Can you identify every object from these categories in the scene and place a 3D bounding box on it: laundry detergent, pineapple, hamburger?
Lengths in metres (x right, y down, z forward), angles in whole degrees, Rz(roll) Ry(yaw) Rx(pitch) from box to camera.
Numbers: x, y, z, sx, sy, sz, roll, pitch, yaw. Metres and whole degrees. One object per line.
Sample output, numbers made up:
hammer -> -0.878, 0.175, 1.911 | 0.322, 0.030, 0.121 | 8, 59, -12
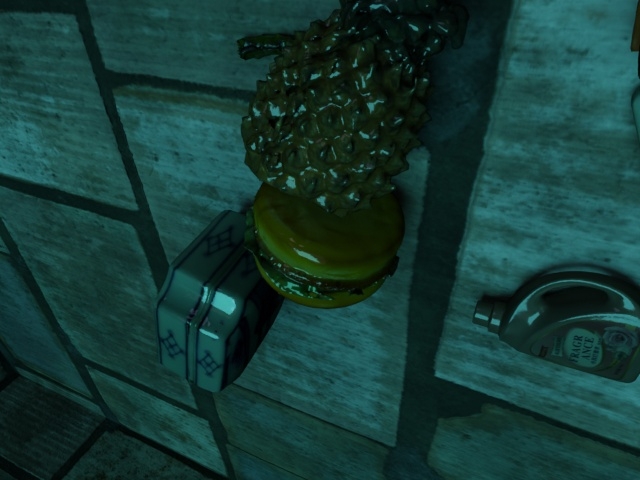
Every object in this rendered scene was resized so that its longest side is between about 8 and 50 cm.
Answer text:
laundry detergent -> 0.361, 0.111, 0.688 | 0.237, 0.076, 0.171 | 15, 130, 23
pineapple -> 0.054, -0.212, 0.534 | 0.223, 0.223, 0.357 | 32, 125, 4
hamburger -> 0.001, -0.001, 0.706 | 0.246, 0.246, 0.169 | 24, 136, 12

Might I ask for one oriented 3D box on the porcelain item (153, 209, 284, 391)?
porcelain item -> -0.167, 0.111, 0.854 | 0.157, 0.285, 0.281 | 25, 132, 8

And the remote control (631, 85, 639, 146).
remote control -> 0.481, -0.130, 0.432 | 0.297, 0.056, 0.140 | -10, 120, 37

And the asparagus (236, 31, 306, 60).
asparagus -> -0.049, -0.276, 0.649 | 0.165, 0.030, 0.036 | 11, 106, 26

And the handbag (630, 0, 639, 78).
handbag -> 0.374, -0.320, 0.272 | 0.304, 0.116, 0.409 | 6, 120, 31
